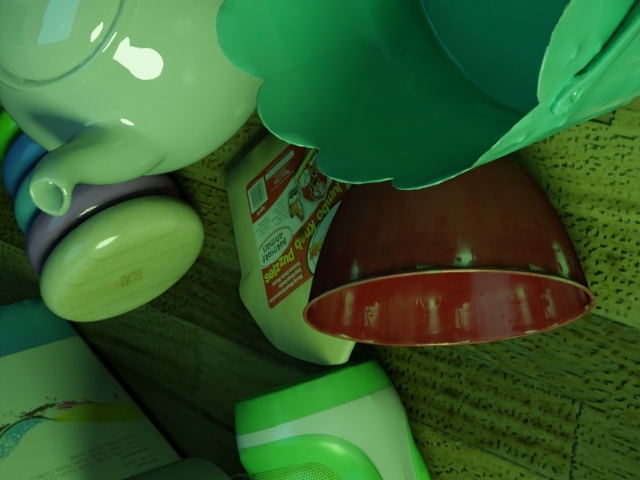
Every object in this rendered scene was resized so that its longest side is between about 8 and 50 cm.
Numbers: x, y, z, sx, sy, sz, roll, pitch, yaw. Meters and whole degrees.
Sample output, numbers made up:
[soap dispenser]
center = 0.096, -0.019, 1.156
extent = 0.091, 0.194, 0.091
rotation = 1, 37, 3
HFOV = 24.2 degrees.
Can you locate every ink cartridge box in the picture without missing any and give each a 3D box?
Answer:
[ink cartridge box]
center = -0.268, 0.224, 1.314
extent = 0.270, 0.197, 0.198
rotation = 45, 129, 27

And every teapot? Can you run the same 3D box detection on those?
[teapot]
center = -0.160, -0.176, 1.061
extent = 0.256, 0.187, 0.252
rotation = 39, 102, 31

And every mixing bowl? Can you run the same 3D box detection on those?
[mixing bowl]
center = 0.077, 0.000, 0.943
extent = 0.181, 0.181, 0.098
rotation = -22, 63, 46

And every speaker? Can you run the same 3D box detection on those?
[speaker]
center = 0.035, 0.240, 1.066
extent = 0.131, 0.131, 0.296
rotation = -21, 85, 46

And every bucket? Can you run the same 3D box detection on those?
[bucket]
center = 0.082, -0.177, 0.862
extent = 0.281, 0.183, 0.281
rotation = 15, 111, 42

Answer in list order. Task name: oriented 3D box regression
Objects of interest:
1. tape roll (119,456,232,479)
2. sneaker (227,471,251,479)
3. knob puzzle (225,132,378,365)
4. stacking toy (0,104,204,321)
[tape roll]
center = -0.096, 0.275, 1.105
extent = 0.219, 0.072, 0.219
rotation = 34, 131, 51
[sneaker]
center = -0.027, 0.283, 1.167
extent = 0.226, 0.086, 0.163
rotation = 48, 133, 27
[knob puzzle]
center = 0.000, 0.000, 1.081
extent = 0.213, 0.030, 0.213
rotation = -11, 77, 55
[stacking toy]
center = -0.229, -0.100, 1.242
extent = 0.330, 0.141, 0.141
rotation = 58, 134, 23
